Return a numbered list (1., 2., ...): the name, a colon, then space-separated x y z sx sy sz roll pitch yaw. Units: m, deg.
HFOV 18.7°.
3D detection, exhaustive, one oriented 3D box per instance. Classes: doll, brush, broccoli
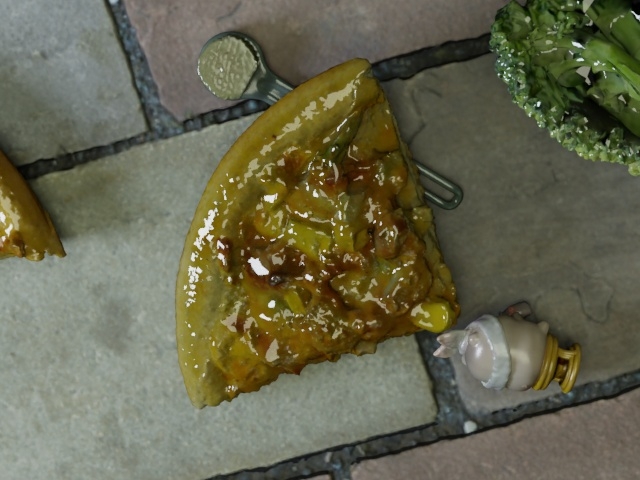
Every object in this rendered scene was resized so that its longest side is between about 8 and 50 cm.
1. doll: 0.165 0.090 1.720 0.127 0.073 0.084 14 69 -3
2. brush: 0.010 -0.100 1.704 0.266 0.027 0.062 30 108 -3
3. broccoli: 0.261 -0.154 1.600 0.176 0.226 0.198 29 108 42

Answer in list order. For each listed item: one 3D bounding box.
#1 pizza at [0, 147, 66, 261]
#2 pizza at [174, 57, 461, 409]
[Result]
1. pizza: -0.396 -0.062 1.715 0.365 0.074 0.182 36 93 -3
2. pizza: -0.035 0.000 1.692 0.268 0.087 0.257 -19 104 11
